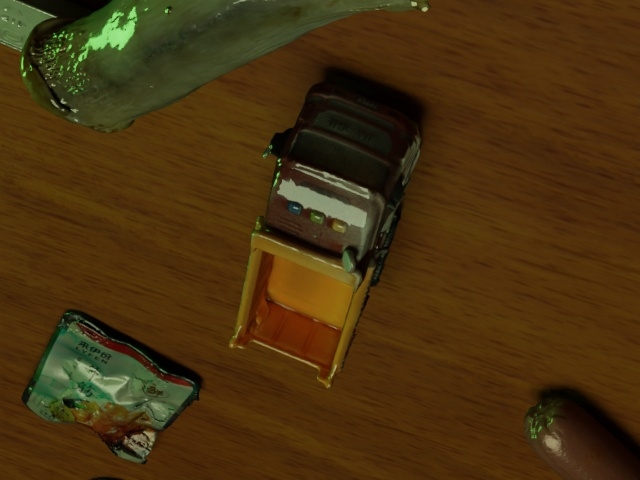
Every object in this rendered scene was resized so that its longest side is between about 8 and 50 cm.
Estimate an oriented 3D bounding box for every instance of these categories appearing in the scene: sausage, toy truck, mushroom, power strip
[{"bbox_3d":[0.248,0.201,1.583,0.154,0.062,0.062,42,142,-23],"label":"sausage"},{"bbox_3d":[0.000,0.000,1.395,0.114,0.135,0.270,21,146,5],"label":"toy truck"},{"bbox_3d":[-0.072,-0.163,1.245,0.351,0.095,0.123,-15,145,35],"label":"mushroom"},{"bbox_3d":[-0.227,-0.177,1.388,0.252,0.027,0.060,22,146,3],"label":"power strip"}]

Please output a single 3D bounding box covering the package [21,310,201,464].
[{"bbox_3d":[-0.232,0.169,1.851,0.166,0.040,0.232,30,144,-7],"label":"package"}]
